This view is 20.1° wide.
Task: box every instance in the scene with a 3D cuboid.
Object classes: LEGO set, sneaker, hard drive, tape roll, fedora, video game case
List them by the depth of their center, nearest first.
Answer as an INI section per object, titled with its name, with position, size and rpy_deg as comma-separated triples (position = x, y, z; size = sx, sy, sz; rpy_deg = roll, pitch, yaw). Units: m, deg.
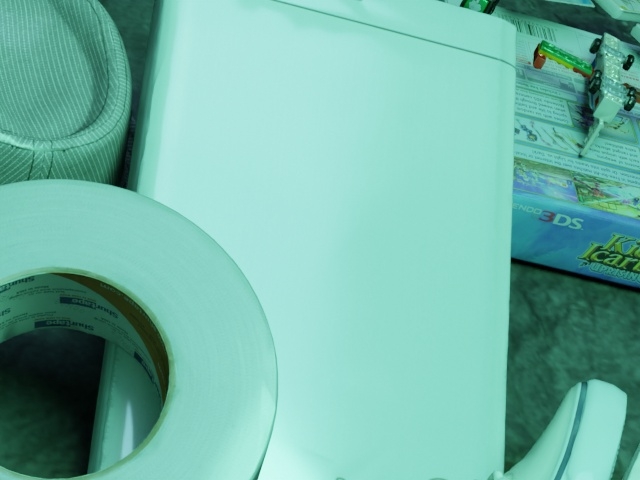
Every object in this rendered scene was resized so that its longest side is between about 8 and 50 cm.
[tape roll]
position = -0.133, 0.080, 0.909
size = 0.219, 0.072, 0.219
rpy_deg = 4, 63, -7
[sneaker]
position = 0.084, 0.165, 0.938
size = 0.091, 0.094, 0.258
rpy_deg = 25, 55, 11
[hard drive]
position = 0.000, 0.000, 1.060
size = 0.233, 0.047, 0.353
rpy_deg = 13, 62, -16
[fedora]
position = -0.202, -0.095, 1.100
size = 0.243, 0.124, 0.275
rpy_deg = 7, 41, -23
[video game case]
position = 0.216, -0.065, 1.351
size = 0.269, 0.061, 0.244
rpy_deg = 13, 37, -15
[LEGO set]
position = 0.214, -0.139, 1.367
size = 0.244, 0.060, 0.182
rpy_deg = 1, 38, -42

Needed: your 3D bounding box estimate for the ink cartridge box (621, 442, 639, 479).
[ink cartridge box]
position = 0.221, 0.241, 0.883
size = 0.232, 0.171, 0.168
rpy_deg = 25, 36, 11
